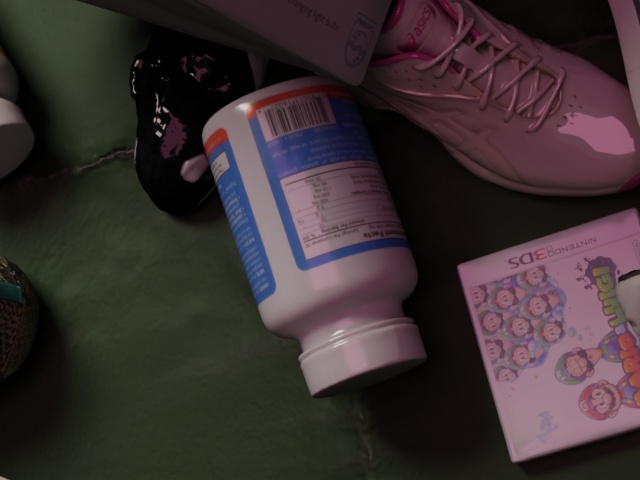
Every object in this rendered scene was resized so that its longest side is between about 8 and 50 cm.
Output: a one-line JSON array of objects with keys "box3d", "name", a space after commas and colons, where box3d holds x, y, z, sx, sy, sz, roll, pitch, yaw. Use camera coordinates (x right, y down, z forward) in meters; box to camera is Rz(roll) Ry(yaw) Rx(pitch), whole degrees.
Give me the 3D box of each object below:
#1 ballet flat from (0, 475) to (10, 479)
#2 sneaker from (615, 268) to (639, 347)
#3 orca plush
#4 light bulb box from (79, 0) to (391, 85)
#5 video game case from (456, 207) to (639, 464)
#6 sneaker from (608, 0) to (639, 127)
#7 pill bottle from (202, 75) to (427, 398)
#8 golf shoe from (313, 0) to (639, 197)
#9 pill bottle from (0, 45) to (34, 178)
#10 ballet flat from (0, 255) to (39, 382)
[{"box3d": [-0.238, 0.246, 1.133, 0.247, 0.083, 0.087, 35, 76, 19], "name": "ballet flat"}, {"box3d": [0.355, 0.037, 0.981, 0.292, 0.110, 0.118, -17, 85, 13], "name": "sneaker"}, {"box3d": [-0.081, -0.165, 1.159, 0.151, 0.102, 0.287, 35, 90, 21], "name": "orca plush"}, {"box3d": [-0.100, -0.343, 1.006, 0.357, 0.225, 0.361, 20, 91, 32], "name": "light bulb box"}, {"box3d": [0.188, 0.070, 1.065, 0.143, 0.019, 0.157, -19, 73, 13], "name": "video game case"}, {"box3d": [0.266, -0.187, 1.024, 0.127, 0.126, 0.321, -24, 63, 24], "name": "sneaker"}, {"box3d": [0.000, 0.000, 1.082, 0.124, 0.124, 0.222, -21, 78, 12], "name": "pill bottle"}, {"box3d": [0.107, -0.121, 1.070, 0.306, 0.140, 0.115, 24, 86, 18], "name": "golf shoe"}, {"box3d": [-0.329, -0.148, 1.227, 0.117, 0.117, 0.208, -37, 70, 7], "name": "pill bottle"}, {"box3d": [-0.470, 0.109, 1.181, 0.482, 0.182, 0.164, -20, 70, 13], "name": "ballet flat"}]
